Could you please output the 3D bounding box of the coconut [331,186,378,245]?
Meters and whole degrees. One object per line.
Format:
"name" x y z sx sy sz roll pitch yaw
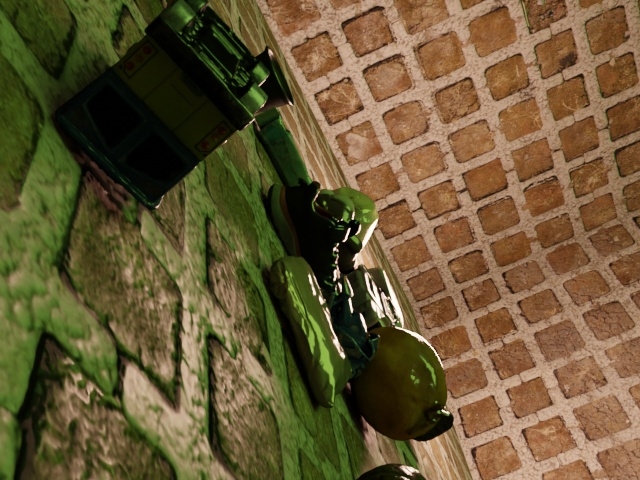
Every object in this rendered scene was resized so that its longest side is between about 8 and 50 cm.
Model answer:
"coconut" 0.061 -0.044 2.039 0.171 0.182 0.170 21 27 -11

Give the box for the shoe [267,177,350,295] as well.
"shoe" 0.000 0.000 1.574 0.114 0.137 0.290 -67 134 -78

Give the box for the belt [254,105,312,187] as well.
"belt" -0.070 -0.183 1.871 0.087 0.072 0.302 -101 165 -67

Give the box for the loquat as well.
"loquat" 0.154 0.291 1.554 0.238 0.193 0.238 57 -20 34

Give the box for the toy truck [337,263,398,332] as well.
"toy truck" 0.102 0.174 1.797 0.155 0.124 0.268 56 9 -17

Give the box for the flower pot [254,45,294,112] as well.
"flower pot" -0.143 -0.384 1.866 0.157 0.107 0.157 -21 90 -82

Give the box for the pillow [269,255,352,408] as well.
"pillow" -0.014 0.149 1.314 0.270 0.067 0.173 67 14 9

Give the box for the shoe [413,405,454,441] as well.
"shoe" 0.243 0.414 2.070 0.336 0.132 0.171 55 4 -42

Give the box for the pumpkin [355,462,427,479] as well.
"pumpkin" 0.137 0.436 1.140 0.218 0.162 0.219 61 6 -10

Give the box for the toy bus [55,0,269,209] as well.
"toy bus" -0.163 -0.171 0.860 0.138 0.175 0.287 46 14 -18

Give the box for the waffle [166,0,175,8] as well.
"waffle" -0.251 -0.395 1.454 0.125 0.032 0.190 49 21 -60

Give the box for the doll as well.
"doll" 0.024 -0.018 1.734 0.117 0.182 0.257 -56 152 -29

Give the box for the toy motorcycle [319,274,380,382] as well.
"toy motorcycle" 0.045 0.172 1.452 0.076 0.114 0.205 -76 142 -76

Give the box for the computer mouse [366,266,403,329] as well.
"computer mouse" 0.144 0.180 2.043 0.079 0.128 0.230 54 18 -53
